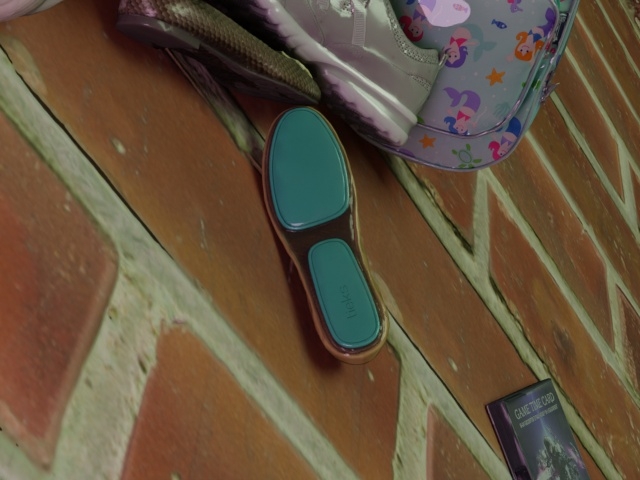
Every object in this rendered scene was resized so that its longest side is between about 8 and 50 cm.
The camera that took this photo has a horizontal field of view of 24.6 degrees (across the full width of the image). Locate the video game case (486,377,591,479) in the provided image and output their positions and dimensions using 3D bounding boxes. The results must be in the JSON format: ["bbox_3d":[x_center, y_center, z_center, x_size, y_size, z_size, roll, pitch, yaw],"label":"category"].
[{"bbox_3d":[0.268,0.292,1.600,0.196,0.026,0.274,-4,71,-66],"label":"video game case"}]

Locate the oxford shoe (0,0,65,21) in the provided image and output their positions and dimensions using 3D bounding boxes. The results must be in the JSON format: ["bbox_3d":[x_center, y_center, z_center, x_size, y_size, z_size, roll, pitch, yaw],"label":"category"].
[{"bbox_3d":[-0.156,-0.352,0.935,0.130,0.169,0.449,-1,109,-82],"label":"oxford shoe"}]

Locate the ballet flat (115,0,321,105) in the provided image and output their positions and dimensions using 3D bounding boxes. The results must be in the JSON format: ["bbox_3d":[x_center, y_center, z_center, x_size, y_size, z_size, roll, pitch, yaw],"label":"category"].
[{"bbox_3d":[-0.076,-0.164,1.206,0.250,0.084,0.058,21,78,-54],"label":"ballet flat"}]

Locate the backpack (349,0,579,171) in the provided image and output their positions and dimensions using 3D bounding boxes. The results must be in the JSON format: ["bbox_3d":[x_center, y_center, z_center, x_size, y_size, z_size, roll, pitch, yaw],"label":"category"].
[{"bbox_3d":[0.131,-0.196,1.466,0.225,0.253,0.191,20,30,3],"label":"backpack"}]

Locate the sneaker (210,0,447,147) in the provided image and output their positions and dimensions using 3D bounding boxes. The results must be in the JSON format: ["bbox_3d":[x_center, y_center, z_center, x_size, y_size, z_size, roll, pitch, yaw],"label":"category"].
[{"bbox_3d":[-0.001,-0.208,1.313,0.281,0.115,0.105,41,-10,-31],"label":"sneaker"}]

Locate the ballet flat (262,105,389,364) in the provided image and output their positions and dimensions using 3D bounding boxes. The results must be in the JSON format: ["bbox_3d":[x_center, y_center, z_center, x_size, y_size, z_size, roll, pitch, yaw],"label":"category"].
[{"bbox_3d":[0.000,0.000,1.256,0.073,0.080,0.232,87,-10,-72],"label":"ballet flat"}]
